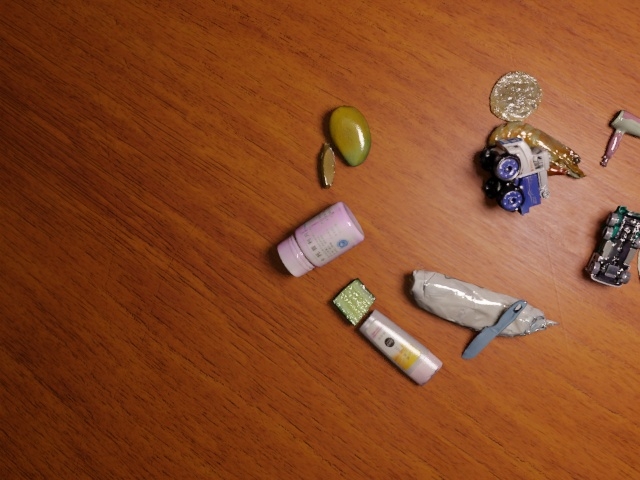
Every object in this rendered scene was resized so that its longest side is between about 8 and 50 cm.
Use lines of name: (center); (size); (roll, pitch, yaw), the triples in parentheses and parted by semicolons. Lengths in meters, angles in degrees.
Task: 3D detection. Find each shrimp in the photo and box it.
shrimp: (0.637, -0.244, 1.359); (0.294, 0.062, 0.154); (27, 110, 13)

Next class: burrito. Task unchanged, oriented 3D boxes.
burrito: (0.476, 0.202, 1.385); (0.444, 0.101, 0.139); (17, 118, 11)

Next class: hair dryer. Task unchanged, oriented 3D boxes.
hair dryer: (0.852, -0.280, 1.316); (0.106, 0.054, 0.154); (33, 109, 5)

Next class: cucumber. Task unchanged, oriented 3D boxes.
cucumber: (0.114, 0.195, 1.493); (0.116, 0.062, 0.115); (-44, 84, 4)

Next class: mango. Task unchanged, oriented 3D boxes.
mango: (0.094, -0.331, 1.462); (0.130, 0.092, 0.195); (-9, 95, 12)

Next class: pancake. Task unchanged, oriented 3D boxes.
pancake: (0.580, -0.427, 1.378); (0.151, 0.025, 0.152); (1, 93, 12)

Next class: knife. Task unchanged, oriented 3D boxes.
knife: (0.498, 0.267, 1.346); (0.044, 0.019, 0.313); (33, 132, 11)

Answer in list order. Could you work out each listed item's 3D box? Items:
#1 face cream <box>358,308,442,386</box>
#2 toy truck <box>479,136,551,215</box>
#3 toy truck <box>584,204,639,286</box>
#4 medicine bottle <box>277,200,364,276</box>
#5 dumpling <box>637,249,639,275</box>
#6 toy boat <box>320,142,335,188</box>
face cream: (0.250, 0.335, 1.461); (0.269, 0.073, 0.107); (40, 108, 7)
toy truck: (0.563, -0.188, 1.309); (0.176, 0.161, 0.213); (-15, 112, 9)
toy truck: (0.830, 0.013, 1.295); (0.110, 0.116, 0.216); (18, 103, 13)
medicine bottle: (0.000, 0.000, 1.466); (0.254, 0.152, 0.152); (-34, 85, 11)
dumpling: (0.960, 0.059, 1.275); (0.181, 0.111, 0.155); (-49, 51, 4)
toy boat: (0.021, -0.243, 1.504); (0.047, 0.049, 0.149); (0, 90, -17)
